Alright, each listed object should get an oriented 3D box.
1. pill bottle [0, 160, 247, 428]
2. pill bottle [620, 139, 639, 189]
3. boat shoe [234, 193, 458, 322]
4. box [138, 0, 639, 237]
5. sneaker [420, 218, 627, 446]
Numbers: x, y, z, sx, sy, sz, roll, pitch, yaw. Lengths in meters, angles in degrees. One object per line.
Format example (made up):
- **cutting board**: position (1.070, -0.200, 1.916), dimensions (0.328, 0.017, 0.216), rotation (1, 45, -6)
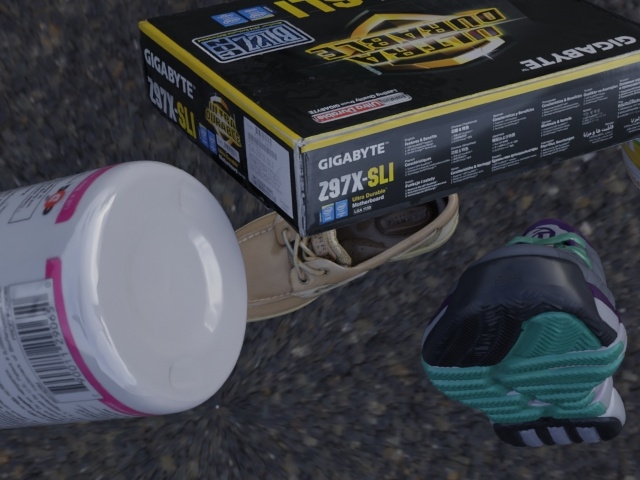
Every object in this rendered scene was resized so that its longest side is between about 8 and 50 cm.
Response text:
- **pill bottle**: position (-0.204, 0.046, 0.916), dimensions (0.283, 0.160, 0.160), rotation (-9, 82, 34)
- **pill bottle**: position (0.367, -0.111, 1.351), dimensions (0.136, 0.246, 0.136), rotation (-5, 72, 15)
- **boat shoe**: position (0.000, 0.000, 1.612), dimensions (0.341, 0.110, 0.122), rotation (-23, 81, -1)
- **box**: position (0.061, -0.124, 1.018), dimensions (0.322, 0.257, 0.079), rotation (-16, 121, -25)
- **sneaker**: position (0.091, 0.024, 0.601), dimensions (0.083, 0.224, 0.098), rotation (-4, 69, 11)
